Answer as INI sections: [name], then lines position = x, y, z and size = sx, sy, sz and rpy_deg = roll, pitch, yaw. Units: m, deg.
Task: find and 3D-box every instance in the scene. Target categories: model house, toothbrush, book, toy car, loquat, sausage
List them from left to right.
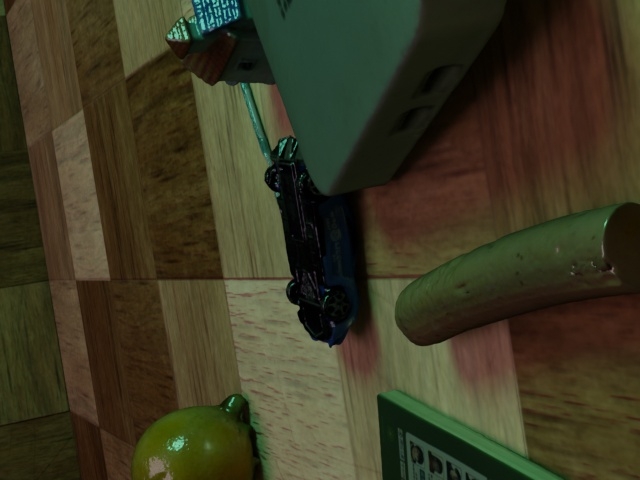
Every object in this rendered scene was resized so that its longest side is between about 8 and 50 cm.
[loquat]
position = -0.161, 0.294, 1.415
size = 0.149, 0.204, 0.172
rpy_deg = 31, 171, 45
[model house]
position = -0.098, -0.224, 1.087
size = 0.148, 0.149, 0.119
rpy_deg = -45, 57, 59
[toothbrush]
position = -0.067, -0.113, 1.225
size = 0.014, 0.011, 0.167
rpy_deg = 121, 134, -63
[toy car]
position = 0.000, 0.000, 1.059
size = 0.103, 0.063, 0.216
rpy_deg = 15, 118, 64
[book]
position = 0.126, 0.259, 0.920
size = 0.264, 0.027, 0.202
rpy_deg = -164, 67, -64
[sausage]
position = 0.137, 0.031, 0.775
size = 0.301, 0.066, 0.066
rpy_deg = -27, 74, 62

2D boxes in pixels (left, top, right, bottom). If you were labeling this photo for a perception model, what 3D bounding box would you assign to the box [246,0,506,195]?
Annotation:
[box]
position = 0.011, -0.257, 0.855
size = 0.373, 0.090, 0.367
rpy_deg = 124, 128, -68
